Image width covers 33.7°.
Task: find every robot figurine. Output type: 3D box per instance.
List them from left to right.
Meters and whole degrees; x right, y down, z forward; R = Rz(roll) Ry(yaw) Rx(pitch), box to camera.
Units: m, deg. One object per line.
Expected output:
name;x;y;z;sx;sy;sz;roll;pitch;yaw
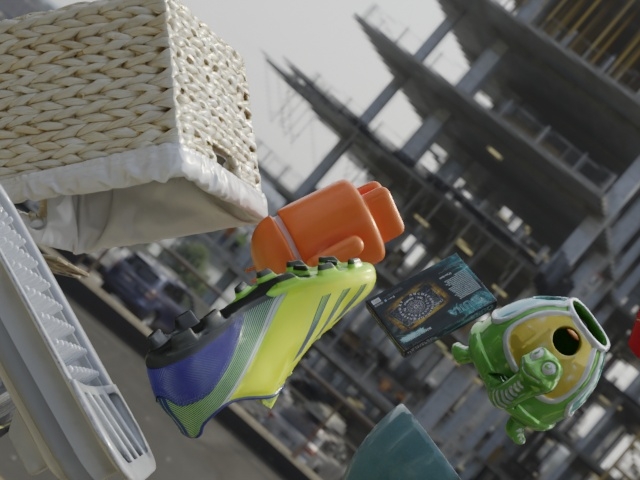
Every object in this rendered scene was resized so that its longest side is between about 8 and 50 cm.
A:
robot figurine;0.000;0.000;1.426;0.158;0.219;0.128;60;-7;34

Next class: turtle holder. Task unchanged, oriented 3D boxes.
turtle holder;0.385;0.206;1.910;0.320;0.227;0.243;26;32;-51

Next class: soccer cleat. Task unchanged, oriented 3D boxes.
soccer cleat;-0.050;0.101;1.073;0.093;0.289;0.121;-5;-74;49

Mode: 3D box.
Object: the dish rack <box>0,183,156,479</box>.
dish rack;-0.256;0.072;0.905;0.332;0.072;0.285;61;-8;5

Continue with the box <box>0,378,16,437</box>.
box;-0.608;0.181;1.388;0.395;0.318;0.097;36;-30;33

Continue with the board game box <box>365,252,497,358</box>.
board game box;0.187;0.108;1.786;0.126;0.186;0.026;54;-16;37

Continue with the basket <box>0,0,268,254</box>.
basket;-0.277;-0.150;1.449;0.328;0.331;0.266;31;53;-71

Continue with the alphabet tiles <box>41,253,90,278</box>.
alphabet tiles;-0.531;0.026;1.839;0.237;0.009;0.198;10;-13;18

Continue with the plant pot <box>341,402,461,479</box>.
plant pot;0.136;0.438;1.705;0.290;0.195;0.290;54;-5;7

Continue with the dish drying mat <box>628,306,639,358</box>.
dish drying mat;0.421;0.122;1.387;0.083;0.008;0.032;88;-23;-49
